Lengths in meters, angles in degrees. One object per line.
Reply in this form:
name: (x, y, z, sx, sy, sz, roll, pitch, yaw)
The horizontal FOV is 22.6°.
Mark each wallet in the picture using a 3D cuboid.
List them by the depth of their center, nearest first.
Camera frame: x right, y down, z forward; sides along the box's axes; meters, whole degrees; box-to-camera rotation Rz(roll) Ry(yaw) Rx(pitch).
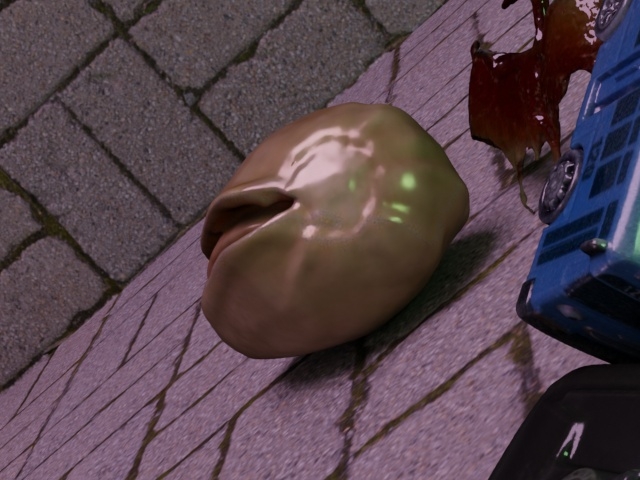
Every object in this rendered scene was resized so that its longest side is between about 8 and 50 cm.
wallet: (0.144, 0.119, 0.712, 0.168, 0.052, 0.245, -51, 14, -20)

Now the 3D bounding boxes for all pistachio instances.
pistachio: (0.000, 0.000, 1.389, 0.318, 0.214, 0.193, 139, 130, -58)

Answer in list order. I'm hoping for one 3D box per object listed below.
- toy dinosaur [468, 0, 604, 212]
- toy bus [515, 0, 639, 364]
toy dinosaur: (0.201, -0.121, 1.303, 0.327, 0.113, 0.206, 118, 150, -51)
toy bus: (0.194, -0.055, 0.803, 0.133, 0.116, 0.234, 147, 144, -70)
